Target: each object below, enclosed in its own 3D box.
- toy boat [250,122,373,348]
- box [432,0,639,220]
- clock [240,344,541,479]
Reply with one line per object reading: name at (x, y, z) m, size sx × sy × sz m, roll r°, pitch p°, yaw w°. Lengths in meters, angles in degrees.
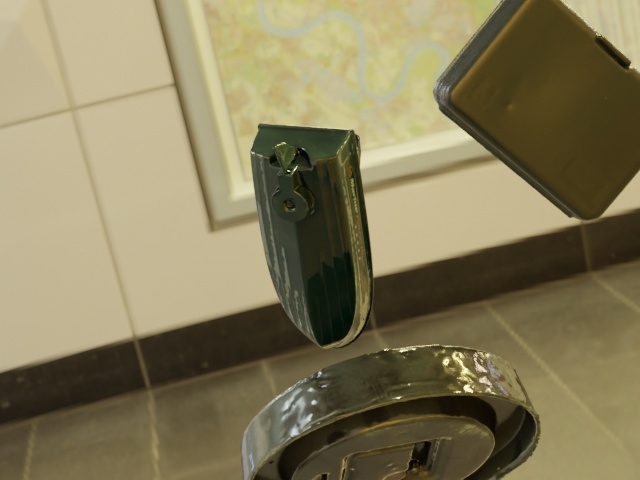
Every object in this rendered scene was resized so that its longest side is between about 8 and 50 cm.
toy boat at (0.000, 0.000, 1.084) m, size 0.093 × 0.246 × 0.103 m, roll 5°, pitch 35°, yaw 21°
box at (0.240, -0.137, 1.233) m, size 0.160 × 0.230 × 0.050 m, roll -51°, pitch 22°, yaw 6°
clock at (0.061, 0.186, 1.112) m, size 0.281 × 0.280 × 0.055 m, roll -13°, pitch 57°, yaw -2°
